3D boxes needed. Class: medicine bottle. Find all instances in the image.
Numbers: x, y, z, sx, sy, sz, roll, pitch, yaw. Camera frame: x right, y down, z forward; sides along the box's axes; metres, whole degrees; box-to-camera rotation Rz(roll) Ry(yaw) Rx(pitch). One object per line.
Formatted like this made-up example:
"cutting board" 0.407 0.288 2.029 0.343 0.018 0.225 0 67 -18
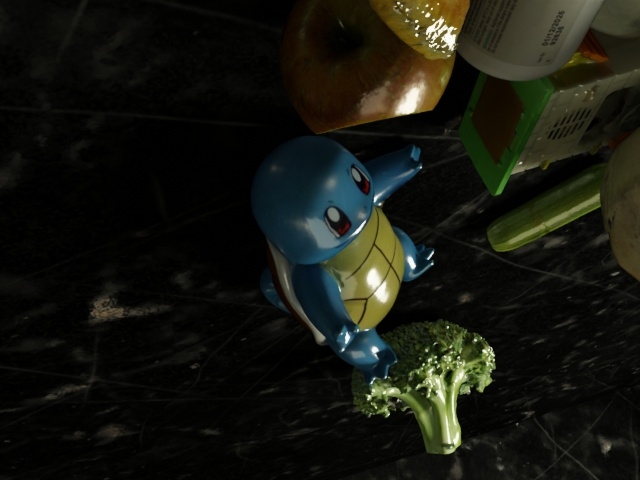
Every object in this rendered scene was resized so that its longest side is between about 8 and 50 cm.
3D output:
"medicine bottle" 0.197 -0.255 0.730 0.135 0.135 0.215 -12 152 -15

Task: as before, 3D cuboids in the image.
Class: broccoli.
"broccoli" 0.202 0.268 1.643 0.288 0.235 0.260 -12 119 5

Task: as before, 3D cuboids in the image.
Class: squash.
"squash" 0.369 -0.052 1.312 0.229 0.066 0.066 -29 152 21

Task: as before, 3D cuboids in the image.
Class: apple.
"apple" 0.049 -0.168 0.768 0.146 0.163 0.147 6 173 23

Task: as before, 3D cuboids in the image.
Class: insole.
"insole" 0.422 -0.186 0.945 0.193 0.006 0.065 -38 152 16

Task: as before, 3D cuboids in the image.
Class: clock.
"clock" 0.319 -0.183 0.997 0.255 0.106 0.220 -17 155 -14

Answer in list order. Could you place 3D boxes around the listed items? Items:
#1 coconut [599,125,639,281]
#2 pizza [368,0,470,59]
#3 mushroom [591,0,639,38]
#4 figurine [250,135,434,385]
"coconut" 0.512 -0.035 0.981 0.353 0.352 0.352 -15 153 -8
"pizza" 0.074 -0.281 0.622 0.197 0.058 0.292 -46 134 -25
"mushroom" 0.368 -0.269 0.871 0.270 0.103 0.118 -15 161 -31
"figurine" 0.034 0.022 1.096 0.298 0.243 0.416 -57 168 -23
